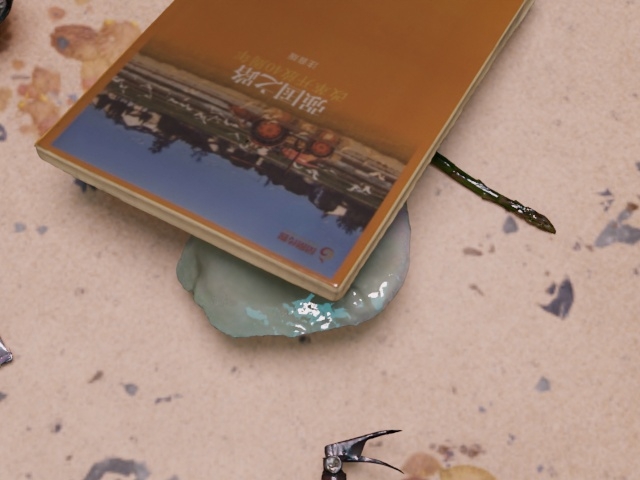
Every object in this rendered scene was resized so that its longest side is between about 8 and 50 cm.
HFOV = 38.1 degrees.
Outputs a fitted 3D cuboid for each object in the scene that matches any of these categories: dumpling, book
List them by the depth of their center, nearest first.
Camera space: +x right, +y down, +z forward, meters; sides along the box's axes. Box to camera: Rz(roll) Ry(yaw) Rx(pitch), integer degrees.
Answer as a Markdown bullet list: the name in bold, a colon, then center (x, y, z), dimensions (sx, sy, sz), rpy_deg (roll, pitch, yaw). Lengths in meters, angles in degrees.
- **book**: center (-0.009, -0.147, 0.748), dimensions (0.262, 0.028, 0.374), rpy_deg (26, 60, 15)
- **dumpling**: center (-0.006, -0.001, 0.749), dimensions (0.216, 0.105, 0.149), rpy_deg (-44, 91, -16)

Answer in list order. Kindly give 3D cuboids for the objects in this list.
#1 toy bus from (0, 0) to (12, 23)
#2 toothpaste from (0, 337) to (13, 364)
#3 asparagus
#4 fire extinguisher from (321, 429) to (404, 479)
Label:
- **toy bus**: center (-0.401, -0.131, 0.763), dimensions (0.335, 0.123, 0.121), rpy_deg (-42, 79, -10)
- **toothpaste**: center (-0.307, 0.031, 0.773), dimensions (0.045, 0.028, 0.170), rpy_deg (-23, 79, -13)
- **asparagus**: center (0.135, -0.051, 0.804), dimensions (0.162, 0.016, 0.016), rpy_deg (33, 59, 8)
- **fire extinguisher**: center (0.012, 0.274, 0.692), dimensions (0.089, 0.072, 0.268), rpy_deg (3, 76, 9)
